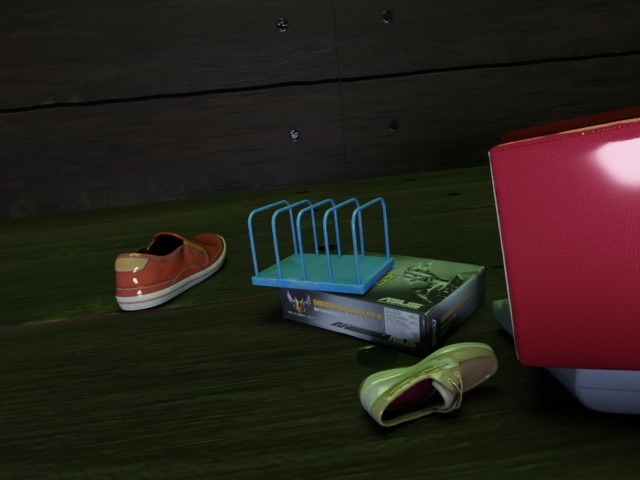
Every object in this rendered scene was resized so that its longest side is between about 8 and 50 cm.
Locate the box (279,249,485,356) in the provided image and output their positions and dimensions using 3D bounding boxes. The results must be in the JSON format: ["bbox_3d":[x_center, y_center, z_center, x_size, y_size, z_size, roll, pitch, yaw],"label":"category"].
[{"bbox_3d":[0.087,0.073,0.605,0.230,0.056,0.183,7,19,40],"label":"box"}]

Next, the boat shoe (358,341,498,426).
[{"bbox_3d":[0.104,0.133,0.387,0.135,0.050,0.045,-18,19,-8],"label":"boat shoe"}]

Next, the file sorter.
[{"bbox_3d":[0.000,0.000,0.599,0.170,0.105,0.118,2,17,29],"label":"file sorter"}]

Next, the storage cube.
[{"bbox_3d":[0.265,-0.013,0.370,0.193,0.215,0.183,-6,14,27],"label":"storage cube"}]

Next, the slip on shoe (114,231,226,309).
[{"bbox_3d":[-0.276,0.029,0.836,0.122,0.102,0.331,-4,13,13],"label":"slip on shoe"}]

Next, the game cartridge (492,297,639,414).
[{"bbox_3d":[0.357,0.092,0.433,0.293,0.060,0.196,-6,11,-1],"label":"game cartridge"}]
